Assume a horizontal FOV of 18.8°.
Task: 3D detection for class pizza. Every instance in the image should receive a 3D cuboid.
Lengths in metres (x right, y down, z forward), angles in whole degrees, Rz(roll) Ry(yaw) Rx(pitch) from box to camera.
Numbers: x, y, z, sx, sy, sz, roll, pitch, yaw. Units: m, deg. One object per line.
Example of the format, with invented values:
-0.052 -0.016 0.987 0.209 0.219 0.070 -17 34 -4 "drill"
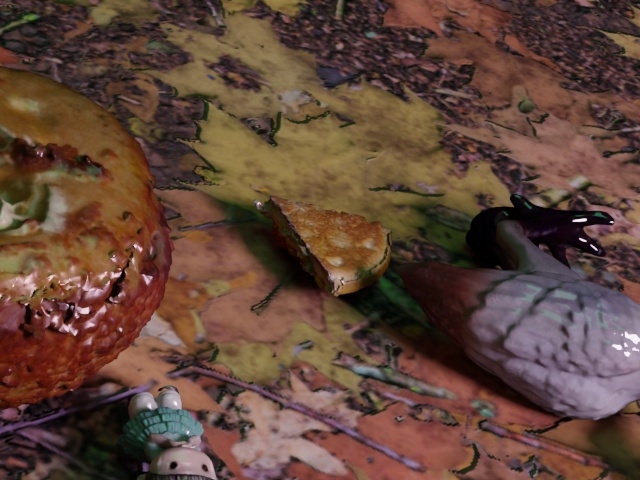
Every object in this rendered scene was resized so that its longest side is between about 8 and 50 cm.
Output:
0.014 0.006 1.346 0.099 0.029 0.100 -4 43 -42 "pizza"

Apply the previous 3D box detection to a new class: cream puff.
-0.208 -0.001 1.130 0.240 0.164 0.240 5 49 -6 "cream puff"

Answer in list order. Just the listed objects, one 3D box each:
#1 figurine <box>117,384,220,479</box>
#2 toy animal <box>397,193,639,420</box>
-0.090 0.128 1.109 0.060 0.047 0.106 12 32 -26 "figurine"
0.182 0.070 1.279 0.195 0.090 0.324 -8 42 -34 "toy animal"
